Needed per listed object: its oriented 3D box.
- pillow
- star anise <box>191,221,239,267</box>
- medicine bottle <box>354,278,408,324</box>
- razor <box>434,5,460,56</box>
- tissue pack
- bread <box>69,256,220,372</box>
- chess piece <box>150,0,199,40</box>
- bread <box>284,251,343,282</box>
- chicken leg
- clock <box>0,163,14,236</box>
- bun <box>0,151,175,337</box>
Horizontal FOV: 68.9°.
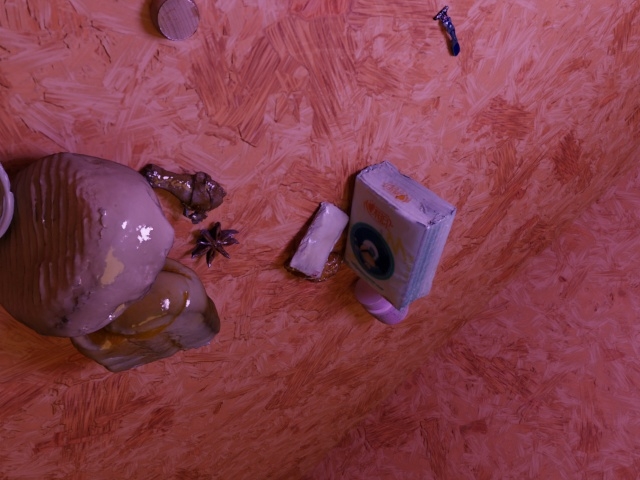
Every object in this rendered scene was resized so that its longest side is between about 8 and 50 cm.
[{"bbox_3d":[0.000,0.000,1.416,0.128,0.051,0.229,23,97,-40],"label":"pillow"},{"bbox_3d":[-0.276,0.006,1.229,0.141,0.042,0.141,-22,138,-21],"label":"star anise"},{"bbox_3d":[0.237,0.227,1.809,0.152,0.152,0.254,-42,143,6],"label":"medicine bottle"},{"bbox_3d":[0.331,-0.518,1.184,0.044,0.028,0.154,-43,143,6],"label":"razor"},{"bbox_3d":[0.224,-0.005,1.429,0.162,0.287,0.388,-30,145,-29],"label":"tissue pack"},{"bbox_3d":[-0.416,0.160,1.099,0.301,0.210,0.341,-23,160,-9],"label":"bread"},{"bbox_3d":[-0.254,-0.395,0.819,0.084,0.038,0.083,-22,139,-21],"label":"chess piece"},{"bbox_3d":[-0.011,0.091,1.520,0.233,0.076,0.104,-3,130,-36],"label":"bread"},{"bbox_3d":[-0.300,-0.115,1.053,0.125,0.080,0.196,-32,145,13],"label":"chicken leg"},{"bbox_3d":[-0.620,-0.092,0.766,0.237,0.053,0.236,-2,115,-4],"label":"clock"},{"bbox_3d":[-0.442,0.003,0.870,0.362,0.326,0.234,-35,168,20],"label":"bun"}]
